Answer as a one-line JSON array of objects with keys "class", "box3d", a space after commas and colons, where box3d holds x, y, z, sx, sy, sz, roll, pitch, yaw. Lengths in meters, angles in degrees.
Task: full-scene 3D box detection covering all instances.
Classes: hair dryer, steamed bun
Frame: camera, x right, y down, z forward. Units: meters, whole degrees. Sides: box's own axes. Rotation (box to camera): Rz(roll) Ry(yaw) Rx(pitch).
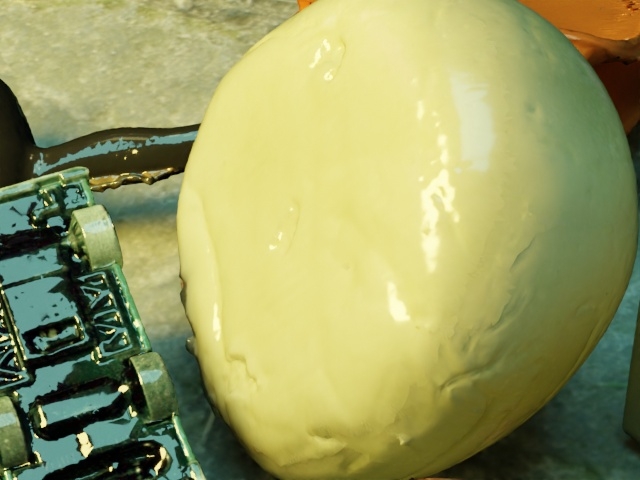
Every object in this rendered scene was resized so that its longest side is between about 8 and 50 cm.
[{"class": "hair dryer", "box3d": [-0.147, -0.036, 1.427, 0.359, 0.120, 0.304, -13, 48, 0]}, {"class": "steamed bun", "box3d": [0.076, -0.004, 1.262, 0.233, 0.312, 0.334, 11, 67, -39]}]

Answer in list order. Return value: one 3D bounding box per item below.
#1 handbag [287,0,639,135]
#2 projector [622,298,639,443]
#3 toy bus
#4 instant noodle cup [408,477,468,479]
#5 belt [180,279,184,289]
[{"class": "handbag", "box3d": [0.158, -0.198, 1.585, 0.303, 0.116, 0.410, 19, 28, 19]}, {"class": "projector", "box3d": [0.317, -0.001, 1.304, 0.257, 0.259, 0.079, -26, 46, -29]}, {"class": "toy bus", "box3d": [-0.165, 0.096, 1.237, 0.128, 0.147, 0.256, -17, 60, -12]}, {"class": "instant noodle cup", "box3d": [0.082, 0.266, 1.010, 0.243, 0.243, 0.231, -14, 35, -16]}, {"class": "belt", "box3d": [0.000, 0.000, 1.455, 0.232, 0.071, 0.053, -26, 53, -24]}]
